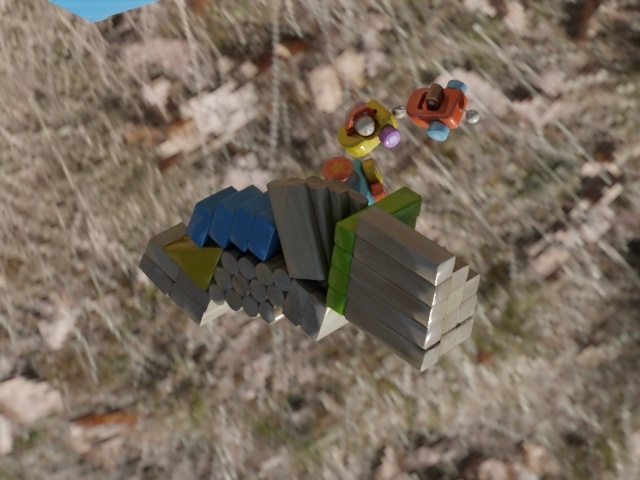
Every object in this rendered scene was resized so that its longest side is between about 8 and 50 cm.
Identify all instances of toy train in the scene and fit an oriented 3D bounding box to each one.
[{"bbox_3d":[0.061,-0.084,1.702,0.166,0.125,0.046,-63,143,-21],"label":"toy train"}]

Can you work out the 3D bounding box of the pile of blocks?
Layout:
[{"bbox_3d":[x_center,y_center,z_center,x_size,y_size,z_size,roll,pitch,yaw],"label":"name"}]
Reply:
[{"bbox_3d":[0.000,0.000,1.589,0.113,0.362,0.149,-29,116,-40],"label":"pile of blocks"}]

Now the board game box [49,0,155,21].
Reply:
[{"bbox_3d":[-0.030,-0.296,0.994,0.086,0.302,0.308,24,66,-42],"label":"board game box"}]
